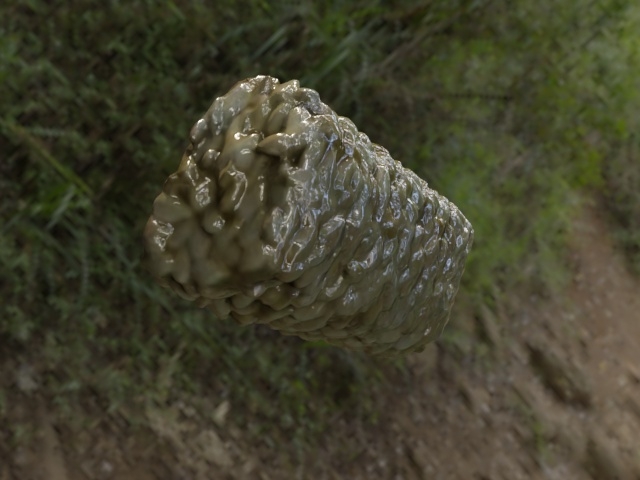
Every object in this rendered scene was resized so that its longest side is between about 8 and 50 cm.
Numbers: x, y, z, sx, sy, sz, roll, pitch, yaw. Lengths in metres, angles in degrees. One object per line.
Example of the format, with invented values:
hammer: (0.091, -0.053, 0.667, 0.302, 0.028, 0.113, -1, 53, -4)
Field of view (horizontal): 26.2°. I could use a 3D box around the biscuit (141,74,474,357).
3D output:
biscuit: (0.000, 0.000, 0.505, 0.070, 0.082, 0.168, 20, -6, 25)
